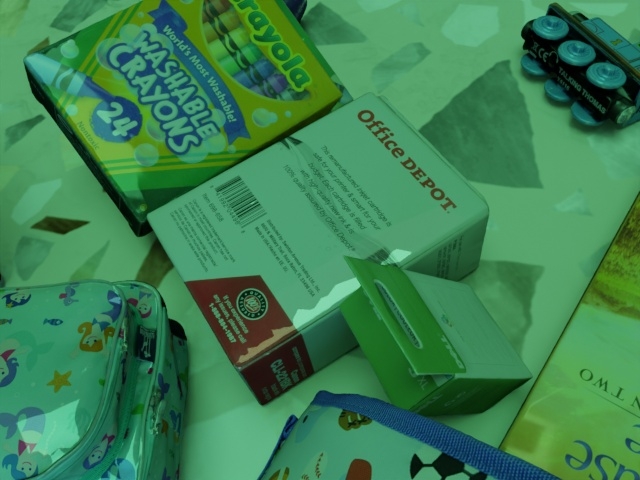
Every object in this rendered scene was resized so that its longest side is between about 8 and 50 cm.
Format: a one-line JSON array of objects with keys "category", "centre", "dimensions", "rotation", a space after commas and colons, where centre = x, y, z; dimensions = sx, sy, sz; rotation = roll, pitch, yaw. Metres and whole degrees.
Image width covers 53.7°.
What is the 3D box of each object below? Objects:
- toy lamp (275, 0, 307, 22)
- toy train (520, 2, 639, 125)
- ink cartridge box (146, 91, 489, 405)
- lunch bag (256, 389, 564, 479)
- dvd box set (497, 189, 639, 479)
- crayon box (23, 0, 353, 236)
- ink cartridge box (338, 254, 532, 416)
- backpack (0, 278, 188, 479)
[{"category": "toy lamp", "centre": [-0.112, -0.235, 0.814], "dimensions": [0.080, 0.080, 0.274], "rotation": [27, 65, 21]}, {"category": "toy train", "centre": [0.320, -0.210, 0.750], "dimensions": [0.105, 0.080, 0.184], "rotation": [-21, 56, -16]}, {"category": "ink cartridge box", "centre": [0.000, 0.000, 0.638], "dimensions": [0.273, 0.114, 0.197], "rotation": [-31, 60, -11]}, {"category": "lunch bag", "centre": [0.042, 0.288, 0.383], "dimensions": [0.386, 0.239, 0.327], "rotation": [10, 57, 49]}, {"category": "dvd box set", "centre": [0.370, 0.123, 0.550], "dimensions": [0.308, 0.062, 0.420], "rotation": [30, 67, 22]}, {"category": "crayon box", "centre": [-0.125, -0.179, 0.712], "dimensions": [0.323, 0.083, 0.203], "rotation": [-36, 91, -21]}, {"category": "ink cartridge box", "centre": [0.086, 0.085, 0.527], "dimensions": [0.062, 0.209, 0.109], "rotation": [-44, 57, 23]}, {"category": "backpack", "centre": [-0.233, 0.161, 0.537], "dimensions": [0.225, 0.191, 0.253], "rotation": [-5, 64, 3]}]
